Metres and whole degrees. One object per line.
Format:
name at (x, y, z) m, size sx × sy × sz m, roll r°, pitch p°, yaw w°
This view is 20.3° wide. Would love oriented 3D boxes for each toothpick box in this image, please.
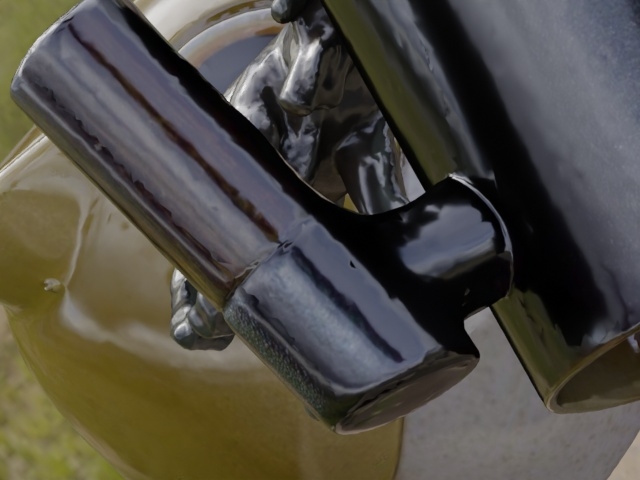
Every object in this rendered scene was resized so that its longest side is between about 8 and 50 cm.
toothpick box at (0.000, 0.000, 1.196) m, size 0.409 × 0.425 × 0.409 m, roll -55°, pitch 11°, yaw 15°

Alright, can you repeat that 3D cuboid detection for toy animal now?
toy animal at (-0.004, -0.024, 0.665) m, size 0.232 × 0.084 × 0.148 m, roll 123°, pitch 156°, yaw -69°

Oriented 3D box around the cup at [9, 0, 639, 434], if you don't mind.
cup at (0.055, -0.046, 0.486) m, size 0.239 × 0.166 × 0.177 m, roll -25°, pitch 74°, yaw 5°
